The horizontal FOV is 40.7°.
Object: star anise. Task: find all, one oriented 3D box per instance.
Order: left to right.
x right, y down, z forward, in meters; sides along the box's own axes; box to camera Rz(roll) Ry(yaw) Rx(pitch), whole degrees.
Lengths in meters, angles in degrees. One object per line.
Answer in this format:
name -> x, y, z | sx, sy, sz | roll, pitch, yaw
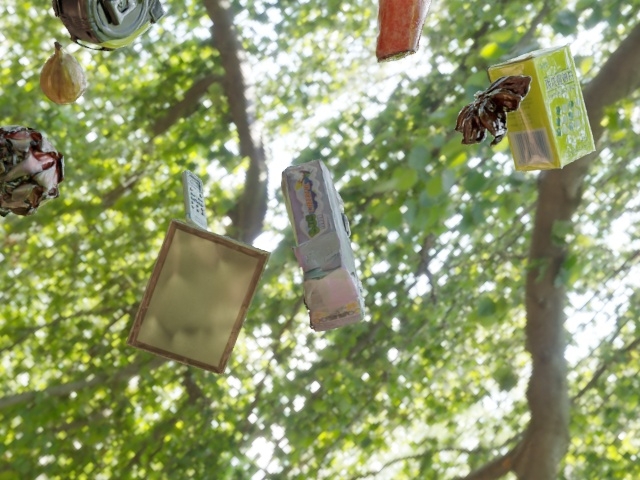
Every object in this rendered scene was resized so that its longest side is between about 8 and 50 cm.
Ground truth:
star anise -> 0.279, -0.218, 1.415 | 0.057, 0.168, 0.168 | 37, -15, -23

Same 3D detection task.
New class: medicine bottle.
medicine bottle -> 0.474, -0.283, 1.856 | 0.141, 0.137, 0.250 | 1, -68, 56

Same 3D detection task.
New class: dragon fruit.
dragon fruit -> -0.560, -0.129, 1.585 | 0.189, 0.182, 0.182 | 50, -16, 39

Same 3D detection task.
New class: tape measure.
tape measure -> -0.388, -0.438, 1.581 | 0.112, 0.186, 0.199 | 22, -32, 35

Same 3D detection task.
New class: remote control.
remote control -> -0.229, -0.071, 1.562 | 0.053, 0.018, 0.124 | 38, 32, -46

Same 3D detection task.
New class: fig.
fig -> -0.275, -0.182, 0.919 | 0.050, 0.050, 0.083 | 43, -31, 18

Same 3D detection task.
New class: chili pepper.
chili pepper -> 0.131, -0.374, 1.357 | 0.086, 0.084, 0.192 | 10, -84, 33

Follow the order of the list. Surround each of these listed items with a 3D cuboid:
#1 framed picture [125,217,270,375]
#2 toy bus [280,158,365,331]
framed picture -> -0.197, 0.094, 1.394 | 0.173, 0.231, 0.010 | 21, 13, -11
toy bus -> 0.000, 0.000, 1.485 | 0.317, 0.112, 0.138 | -104, 178, -47
